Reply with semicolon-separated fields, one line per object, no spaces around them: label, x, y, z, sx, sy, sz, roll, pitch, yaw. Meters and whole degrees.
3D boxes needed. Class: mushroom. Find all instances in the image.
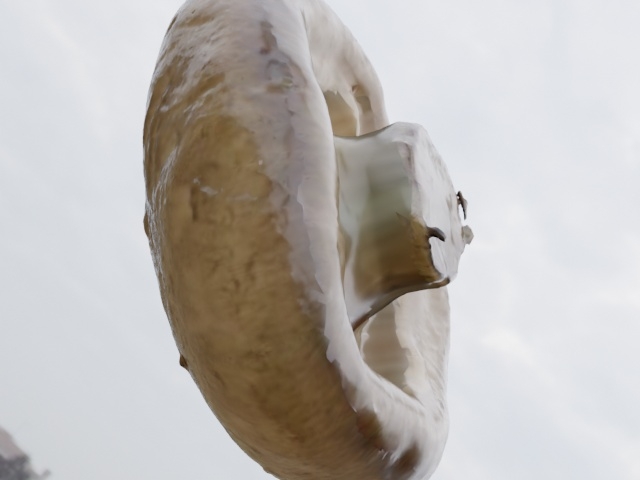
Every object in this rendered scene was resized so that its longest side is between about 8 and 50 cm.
mushroom;0.000;0.000;0.512;0.146;0.278;0.278;-17;-51;17
